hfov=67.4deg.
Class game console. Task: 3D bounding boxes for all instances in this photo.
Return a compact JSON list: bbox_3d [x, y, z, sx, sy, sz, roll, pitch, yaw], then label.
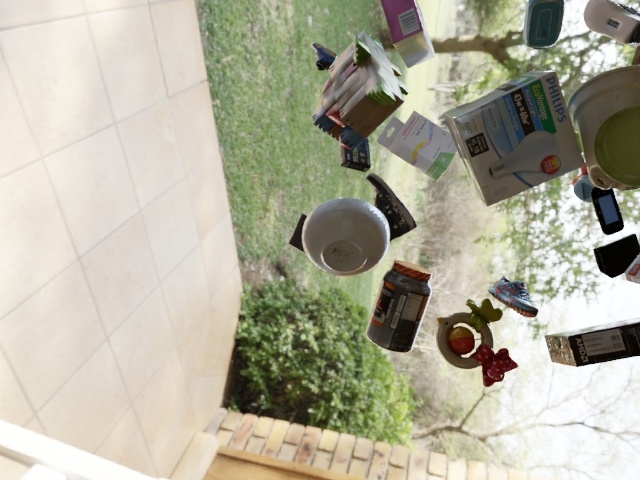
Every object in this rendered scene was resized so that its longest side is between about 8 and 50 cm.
[{"bbox_3d":[1.155,-0.043,1.909,0.044,0.213,0.362,-19,-91,70],"label":"game console"}]

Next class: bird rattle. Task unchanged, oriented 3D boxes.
[{"bbox_3d":[0.441,0.296,1.396,0.143,0.206,0.254,58,26,-79],"label":"bird rattle"}]

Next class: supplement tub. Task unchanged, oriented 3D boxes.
[{"bbox_3d":[0.302,0.245,1.813,0.193,0.193,0.316,-10,118,-74],"label":"supplement tub"}]

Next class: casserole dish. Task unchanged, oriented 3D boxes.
[{"bbox_3d":[0.697,-0.680,1.496,0.189,0.114,0.037,75,26,-45],"label":"casserole dish"}]

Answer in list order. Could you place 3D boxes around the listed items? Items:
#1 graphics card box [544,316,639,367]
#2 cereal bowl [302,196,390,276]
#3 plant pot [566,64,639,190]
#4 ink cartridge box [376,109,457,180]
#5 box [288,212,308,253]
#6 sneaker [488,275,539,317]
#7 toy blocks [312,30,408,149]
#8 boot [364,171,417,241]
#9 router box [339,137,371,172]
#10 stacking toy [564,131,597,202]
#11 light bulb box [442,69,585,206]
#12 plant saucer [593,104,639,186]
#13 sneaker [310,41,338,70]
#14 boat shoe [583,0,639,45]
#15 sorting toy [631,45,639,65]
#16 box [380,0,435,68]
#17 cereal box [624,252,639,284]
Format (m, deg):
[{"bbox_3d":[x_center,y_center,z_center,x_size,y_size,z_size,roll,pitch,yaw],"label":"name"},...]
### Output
[{"bbox_3d":[0.863,0.278,1.364,0.233,0.370,0.095,44,32,-76],"label":"graphics card box"},{"bbox_3d":[0.092,0.015,1.792,0.141,0.338,0.339,-83,169,-49],"label":"cereal bowl"},{"bbox_3d":[1.010,-0.347,1.600,0.334,0.333,0.306,66,32,-61],"label":"plant pot"},{"bbox_3d":[0.471,-0.475,2.300,0.207,0.353,0.119,-57,178,-24],"label":"ink cartridge box"},{"bbox_3d":[0.000,0.000,2.201,0.143,0.270,0.166,22,94,-39],"label":"box"},{"bbox_3d":[0.818,0.223,2.006,0.104,0.262,0.125,36,93,-29],"label":"sneaker"},{"bbox_3d":[0.085,-0.407,1.371,0.190,0.261,0.382,28,36,-32],"label":"toy blocks"},{"bbox_3d":[0.265,-0.130,2.383,0.378,0.284,0.138,54,4,18],"label":"boot"},{"bbox_3d":[0.107,-0.282,1.506,0.038,0.092,0.123,-40,-132,55],"label":"router box"},{"bbox_3d":[1.071,-0.296,1.977,0.130,0.279,0.309,-52,149,-31],"label":"stacking toy"},{"bbox_3d":[0.688,-0.371,1.733,0.358,0.360,0.225,62,13,-17],"label":"light bulb box"},{"bbox_3d":[0.920,-0.273,1.377,0.037,0.240,0.241,-32,132,-35],"label":"plant saucer"},{"bbox_3d":[-0.003,-0.706,1.853,0.058,0.152,0.085,13,114,-51],"label":"sneaker"},{"bbox_3d":[1.191,-0.854,1.888,0.127,0.157,0.341,107,-21,-43],"label":"boat shoe"},{"bbox_3d":[1.418,-0.811,1.994,0.047,0.347,0.196,-66,164,-71],"label":"sorting toy"},{"bbox_3d":[0.328,-0.807,1.803,0.243,0.117,0.214,8,66,-67],"label":"box"},{"bbox_3d":[1.170,0.096,1.581,0.173,0.240,0.047,-43,120,-14],"label":"cereal box"}]
